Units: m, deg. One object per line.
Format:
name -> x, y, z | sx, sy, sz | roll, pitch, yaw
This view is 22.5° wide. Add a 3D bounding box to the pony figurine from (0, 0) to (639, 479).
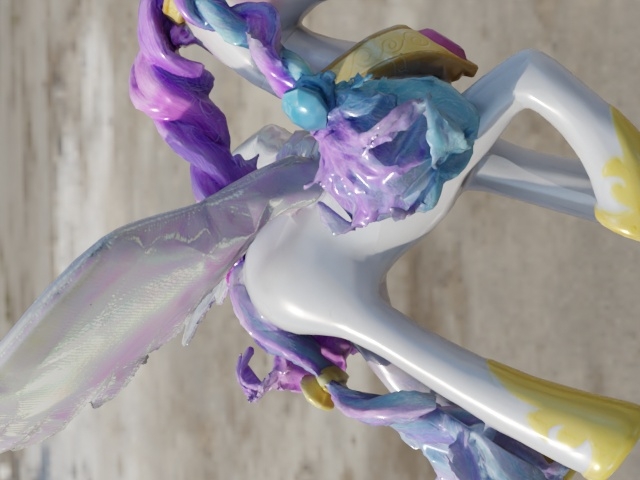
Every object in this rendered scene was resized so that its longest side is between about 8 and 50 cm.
pony figurine -> 0.000, 0.000, 0.832 | 0.351, 0.363, 0.303 | -57, -2, 20
